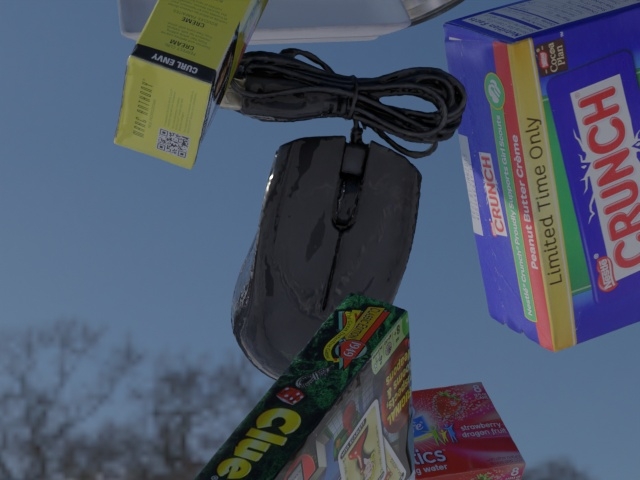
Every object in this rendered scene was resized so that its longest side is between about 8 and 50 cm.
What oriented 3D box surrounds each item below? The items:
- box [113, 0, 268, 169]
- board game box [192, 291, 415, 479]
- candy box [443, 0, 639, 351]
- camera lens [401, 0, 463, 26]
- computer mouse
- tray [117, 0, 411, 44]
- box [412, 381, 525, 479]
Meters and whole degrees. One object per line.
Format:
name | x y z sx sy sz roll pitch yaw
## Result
box | -0.069 -0.160 1.209 0.058 0.232 0.087 19 -41 1
board game box | -0.036 0.142 0.579 0.030 0.260 0.136 16 -51 23
candy box | 0.282 -0.087 1.546 0.317 0.268 0.122 -17 19 -19
camera lens | 0.079 -0.406 2.185 0.219 0.219 0.274 -14 -65 34
computer mouse | 0.000 0.000 1.353 0.188 0.272 0.072 6 25 -8
tray | -0.058 -0.219 1.739 0.270 0.145 0.030 -3 -58 -8
box | 0.070 0.248 1.940 0.256 0.128 0.123 -6 -47 -20
